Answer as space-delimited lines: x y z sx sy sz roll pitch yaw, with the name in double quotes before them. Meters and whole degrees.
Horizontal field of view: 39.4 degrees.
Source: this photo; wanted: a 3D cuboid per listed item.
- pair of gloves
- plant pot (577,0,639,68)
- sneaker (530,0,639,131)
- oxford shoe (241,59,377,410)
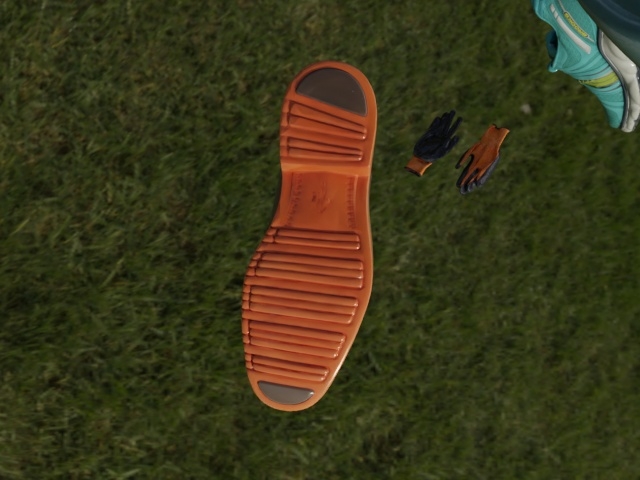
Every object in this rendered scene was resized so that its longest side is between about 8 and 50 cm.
"pair of gloves" 0.125 -0.081 0.819 0.074 0.083 0.010 -57 146 -11
"plant pot" 0.204 -0.156 0.348 0.195 0.290 0.290 -17 91 -26
"sneaker" 0.315 -0.218 1.016 0.275 0.110 0.107 43 56 -53
"oxford shoe" 0.000 0.000 0.964 0.130 0.133 0.363 12 87 4
